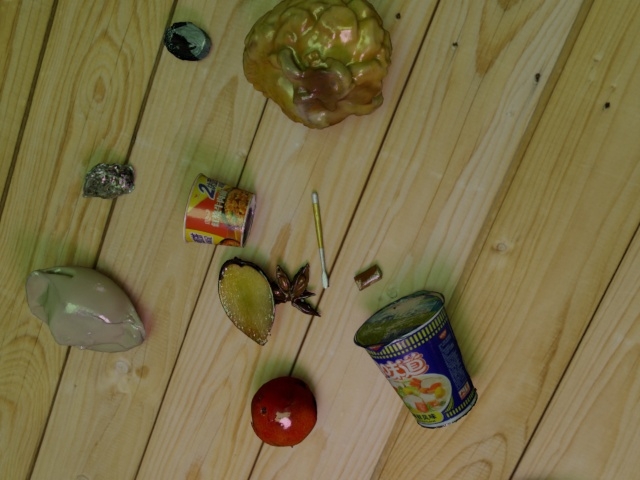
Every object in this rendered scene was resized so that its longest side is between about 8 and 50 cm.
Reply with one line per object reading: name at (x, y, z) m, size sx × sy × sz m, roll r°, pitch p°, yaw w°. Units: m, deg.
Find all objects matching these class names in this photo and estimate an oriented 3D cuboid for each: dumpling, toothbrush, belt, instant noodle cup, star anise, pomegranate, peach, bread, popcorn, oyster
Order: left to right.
dumpling at (-0.738, 0.240, 1.970) m, size 0.394 × 0.233 × 0.316 m, roll 23°, pitch 135°, yaw -7°
oyster at (-0.662, -0.184, 1.933) m, size 0.177 × 0.064 × 0.125 m, roll -4°, pitch 113°, yaw 1°
belt at (-0.387, -0.579, 1.816) m, size 0.139 × 0.058 × 0.105 m, roll 16°, pitch 96°, yaw 11°
instant noodle cup at (-0.287, -0.076, 1.813) m, size 0.174 × 0.213 × 0.213 m, roll 12°, pitch 101°, yaw 0°
peach at (-0.206, 0.179, 1.883) m, size 0.189 × 0.068 × 0.280 m, roll -18°, pitch 90°, yaw 30°
pomegranate at (-0.105, 0.522, 1.871) m, size 0.210 × 0.210 × 0.235 m, roll -13°, pitch 129°, yaw 12°
star anise at (-0.087, 0.140, 1.876) m, size 0.212 × 0.053 × 0.157 m, roll 14°, pitch 105°, yaw 12°
toothbrush at (0.000, 0.000, 1.857) m, size 0.021 × 0.024 × 0.289 m, roll -6°, pitch 96°, yaw 9°
popcorn at (0.004, -0.478, 1.620) m, size 0.390 × 0.344 × 0.354 m, roll 36°, pitch 95°, yaw 36°
bread at (0.142, 0.110, 1.839) m, size 0.083 × 0.036 × 0.047 m, roll -31°, pitch 84°, yaw 15°
instant noodle cup at (0.286, 0.344, 1.747) m, size 0.284 × 0.284 × 0.313 m, roll -26°, pitch 101°, yaw 13°
